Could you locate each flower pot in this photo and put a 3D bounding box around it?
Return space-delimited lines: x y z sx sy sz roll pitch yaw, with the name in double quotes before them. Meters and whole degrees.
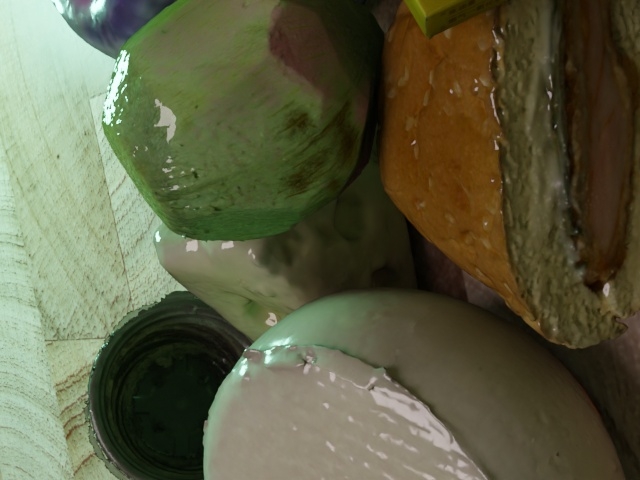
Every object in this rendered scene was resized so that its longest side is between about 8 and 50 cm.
"flower pot" -0.157 0.186 1.356 0.140 0.235 0.235 136 116 -72

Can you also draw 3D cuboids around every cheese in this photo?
"cheese" 0.002 0.000 1.128 0.173 0.251 0.248 -2 135 41

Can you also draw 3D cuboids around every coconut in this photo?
"coconut" -0.049 -0.109 0.918 0.204 0.235 0.236 -133 44 -54

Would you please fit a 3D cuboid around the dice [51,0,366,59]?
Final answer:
"dice" -0.099 -0.324 1.042 0.270 0.270 0.271 57 140 26

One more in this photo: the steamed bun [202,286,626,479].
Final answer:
"steamed bun" 0.093 0.210 0.973 0.374 0.241 0.374 18 118 39

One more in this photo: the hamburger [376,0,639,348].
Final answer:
"hamburger" 0.133 -0.091 0.889 0.209 0.162 0.330 6 105 58

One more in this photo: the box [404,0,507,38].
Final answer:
"box" 0.156 -0.253 0.748 0.153 0.279 0.041 63 178 19
